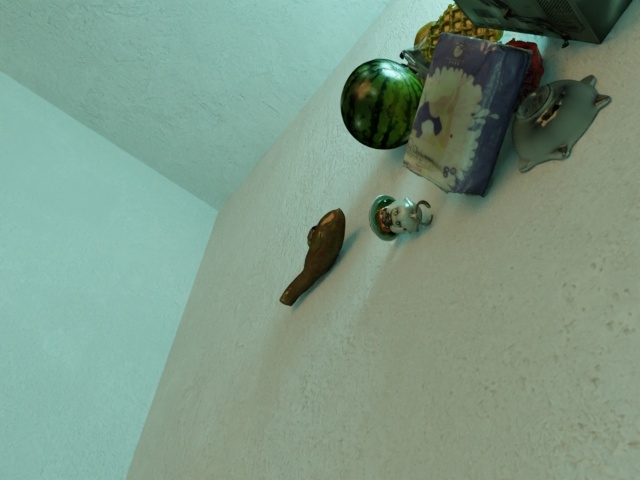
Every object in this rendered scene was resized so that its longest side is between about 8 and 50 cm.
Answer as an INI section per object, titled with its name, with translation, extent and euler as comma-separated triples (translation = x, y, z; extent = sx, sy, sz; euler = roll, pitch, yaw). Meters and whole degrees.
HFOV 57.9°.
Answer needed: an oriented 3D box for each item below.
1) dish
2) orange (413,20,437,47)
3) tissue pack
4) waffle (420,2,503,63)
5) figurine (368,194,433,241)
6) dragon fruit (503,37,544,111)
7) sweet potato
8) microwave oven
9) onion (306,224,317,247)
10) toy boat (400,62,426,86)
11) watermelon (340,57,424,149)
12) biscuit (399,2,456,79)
[dish]
translation = 0.487, -0.273, 1.231
extent = 0.236, 0.086, 0.228
euler = -63, 20, -17
[orange]
translation = 0.404, -0.686, 2.019
extent = 0.155, 0.154, 0.134
euler = -43, -17, 33
[tissue pack]
translation = 0.331, -0.294, 1.355
extent = 0.242, 0.125, 0.343
euler = 47, 129, 55
[waffle]
translation = 0.439, -0.628, 1.783
extent = 0.243, 0.059, 0.238
euler = -50, 58, 23
[figurine]
translation = 0.222, -0.066, 1.519
extent = 0.154, 0.132, 0.132
euler = -6, 52, 51
[dragon fruit]
translation = 0.476, -0.419, 1.462
extent = 0.262, 0.134, 0.211
euler = 8, 52, 52
[sweet potato]
translation = -0.011, 0.065, 1.871
extent = 0.385, 0.109, 0.109
euler = -63, 16, 19
[microwave oven]
translation = 0.533, -0.682, 1.383
extent = 0.374, 0.236, 0.432
euler = -56, 36, 4
[onion]
translation = 0.000, 0.000, 1.967
extent = 0.107, 0.097, 0.107
euler = 174, 90, -78
[toy boat]
translation = 0.316, -0.567, 2.056
extent = 0.141, 0.141, 0.269
euler = -47, 9, 26
[watermelon]
translation = 0.202, -0.436, 1.871
extent = 0.285, 0.285, 0.285
euler = -47, 21, 25
[biscuit]
translation = 0.423, -0.668, 1.896
extent = 0.309, 0.186, 0.079
euler = -49, -9, 22
